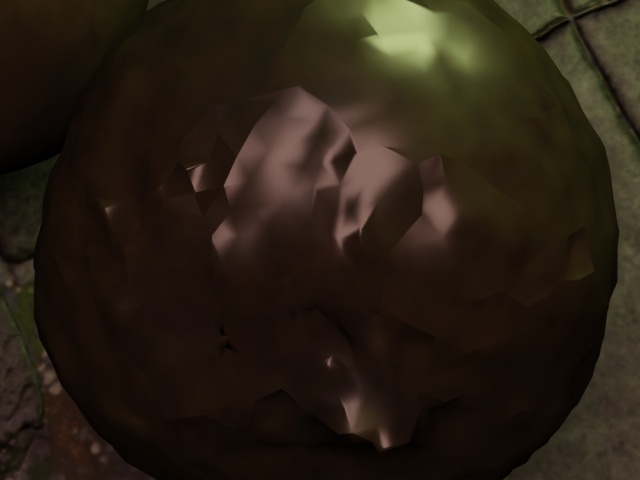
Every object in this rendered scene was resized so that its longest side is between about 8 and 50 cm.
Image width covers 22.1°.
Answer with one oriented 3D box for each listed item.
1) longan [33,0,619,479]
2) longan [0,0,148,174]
[{"bbox_3d":[0.000,0.000,1.086,0.391,0.391,0.391,0,75,0],"label":"longan"},{"bbox_3d":[-0.284,-0.171,1.190,0.350,0.288,0.288,-18,74,20],"label":"longan"}]
